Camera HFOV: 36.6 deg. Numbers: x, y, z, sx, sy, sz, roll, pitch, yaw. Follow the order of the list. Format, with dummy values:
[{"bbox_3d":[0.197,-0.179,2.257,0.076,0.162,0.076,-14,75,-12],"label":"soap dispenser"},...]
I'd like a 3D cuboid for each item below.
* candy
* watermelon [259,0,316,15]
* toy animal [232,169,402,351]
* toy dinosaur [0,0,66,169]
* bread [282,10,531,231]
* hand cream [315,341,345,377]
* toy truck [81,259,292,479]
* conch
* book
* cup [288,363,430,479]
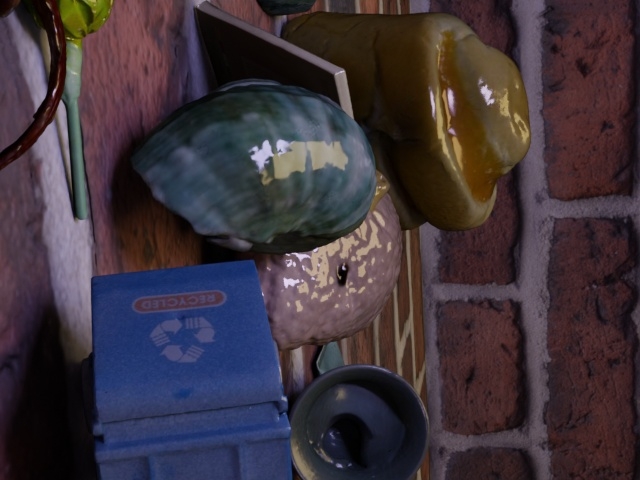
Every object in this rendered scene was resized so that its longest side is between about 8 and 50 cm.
[{"bbox_3d":[-0.171,-0.104,0.669,0.058,0.062,0.193,33,-53,49],"label":"candy"},{"bbox_3d":[-0.045,-0.332,1.221,0.180,0.081,0.094,100,-22,-65],"label":"watermelon"},{"bbox_3d":[0.001,-0.001,1.115,0.358,0.189,0.226,-28,122,-77],"label":"toy animal"},{"bbox_3d":[-0.192,-0.187,0.491,0.206,0.113,0.327,-121,-149,-58],"label":"toy dinosaur"},{"bbox_3d":[0.104,-0.150,1.296,0.210,0.342,0.300,-34,128,-49],"label":"bread"},{"bbox_3d":[0.041,0.295,1.574,0.111,0.070,0.312,-65,148,-58],"label":"hand cream"},{"bbox_3d":[-0.087,0.199,0.681,0.175,0.146,0.367,-123,-152,-72],"label":"toy truck"},{"bbox_3d":[-0.057,-0.066,0.868,0.277,0.221,0.195,-96,-158,-55],"label":"conch"},{"bbox_3d":[-0.042,-0.150,0.968,0.016,0.199,0.138,-42,144,-23],"label":"book"},{"bbox_3d":[0.043,0.256,1.386,0.150,0.199,0.199,-134,-139,-80],"label":"cup"}]
